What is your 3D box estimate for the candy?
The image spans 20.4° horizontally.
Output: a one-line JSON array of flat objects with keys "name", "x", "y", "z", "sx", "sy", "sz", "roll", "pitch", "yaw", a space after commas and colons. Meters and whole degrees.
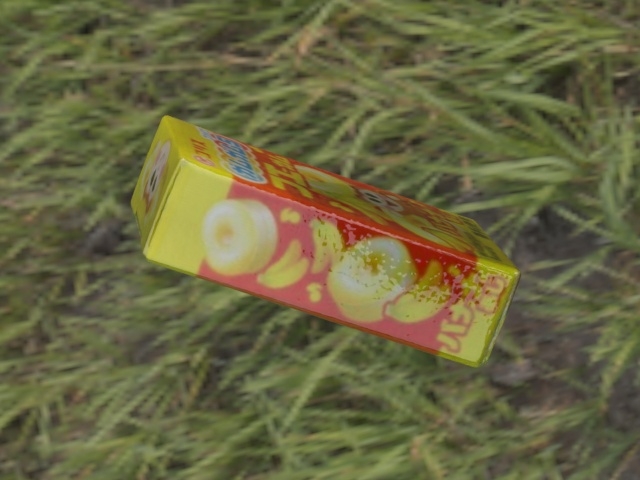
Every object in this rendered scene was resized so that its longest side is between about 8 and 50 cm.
[{"name": "candy", "x": 0.000, "y": 0.000, "z": 1.348, "sx": 0.146, "sy": 0.276, "sz": 0.088, "roll": -115, "pitch": 45, "yaw": -70}]
